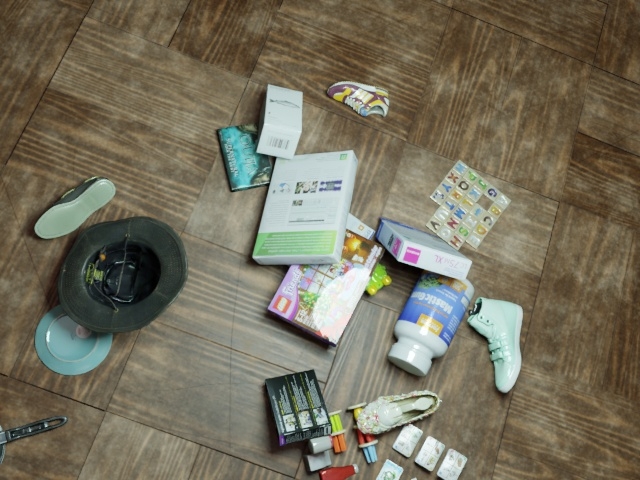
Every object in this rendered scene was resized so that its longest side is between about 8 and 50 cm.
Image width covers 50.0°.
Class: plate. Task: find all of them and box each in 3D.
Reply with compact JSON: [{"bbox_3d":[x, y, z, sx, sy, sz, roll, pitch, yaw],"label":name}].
[{"bbox_3d":[-0.622,0.243,1.728,0.188,0.024,0.188,2,74,-8],"label":"plate"}]

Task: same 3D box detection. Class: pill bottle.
[{"bbox_3d":[0.287,0.216,1.824,0.152,0.152,0.272,30,71,-1],"label":"pill bottle"}]

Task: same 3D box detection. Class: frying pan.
[{"bbox_3d":[-0.784,0.500,1.620,0.326,0.053,0.197,8,79,-7],"label":"frying pan"}]

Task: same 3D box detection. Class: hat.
[{"bbox_3d":[-0.479,0.100,1.735,0.331,0.134,0.331,-3,68,8],"label":"hat"}]

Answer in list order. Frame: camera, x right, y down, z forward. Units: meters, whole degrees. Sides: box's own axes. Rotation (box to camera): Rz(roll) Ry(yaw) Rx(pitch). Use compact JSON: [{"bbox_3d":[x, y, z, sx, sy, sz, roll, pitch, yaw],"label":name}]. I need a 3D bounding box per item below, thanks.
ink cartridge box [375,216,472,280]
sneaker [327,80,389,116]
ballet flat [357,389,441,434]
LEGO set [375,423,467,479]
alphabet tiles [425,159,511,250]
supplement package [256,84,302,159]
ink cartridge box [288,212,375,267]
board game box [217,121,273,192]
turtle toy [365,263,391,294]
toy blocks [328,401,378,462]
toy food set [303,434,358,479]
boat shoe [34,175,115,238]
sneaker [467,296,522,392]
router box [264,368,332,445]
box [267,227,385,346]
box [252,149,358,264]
[{"bbox_3d":[0.257,0.016,1.810,0.186,0.311,0.065,17,102,-11],"label":"ink cartridge box"},{"bbox_3d":[0.111,-0.409,2.008,0.186,0.069,0.083,4,69,-8],"label":"sneaker"},{"bbox_3d":[0.206,0.431,1.761,0.241,0.077,0.091,-13,77,-29],"label":"ballet flat"},{"bbox_3d":[0.241,0.625,1.772,0.182,0.060,0.244,29,70,12],"label":"LEGO set"},{"bbox_3d":[0.418,-0.093,2.006,0.198,0.009,0.237,39,72,2],"label":"alphabet tiles"},{"bbox_3d":[-0.112,-0.327,1.892,0.105,0.105,0.179,10,47,-11],"label":"supplement package"},{"bbox_3d":[0.000,0.000,1.889,0.224,0.045,0.223,36,73,0],"label":"ink cartridge box"},{"bbox_3d":[-0.209,-0.235,1.928,0.126,0.026,0.186,-12,77,-12],"label":"board game box"},{"bbox_3d":[0.124,0.109,1.869,0.130,0.066,0.095,-33,75,-15],"label":"turtle toy"},{"bbox_3d":[0.081,0.503,1.761,0.123,0.054,0.148,-14,78,-14],"label":"toy blocks"},{"bbox_3d":[0.031,0.564,1.707,0.105,0.111,0.232,-10,77,-22],"label":"toy food set"},{"bbox_3d":[-0.643,-0.088,1.794,0.228,0.069,0.081,-36,123,-13],"label":"boat shoe"},{"bbox_3d":[0.460,0.278,1.865,0.151,0.094,0.255,17,63,-11],"label":"sneaker"},{"bbox_3d":[-0.057,0.413,1.719,0.133,0.046,0.179,-9,41,-12],"label":"router box"},{"bbox_3d":[0.018,0.104,1.800,0.201,0.057,0.293,26,74,6],"label":"box"},{"bbox_3d":[-0.037,-0.087,1.818,0.232,0.058,0.322,-1,59,24],"label":"box"}]
